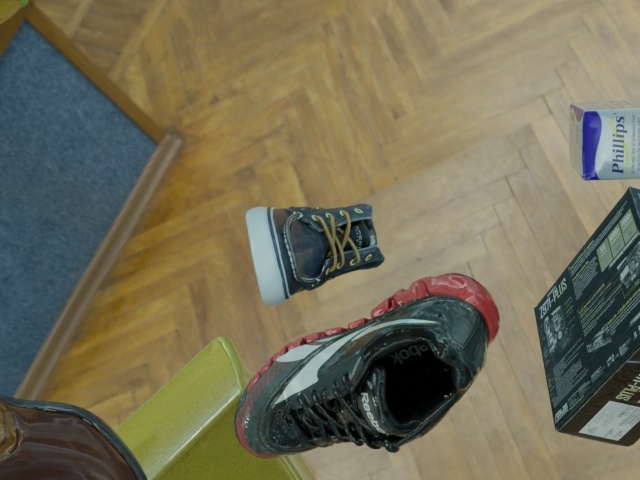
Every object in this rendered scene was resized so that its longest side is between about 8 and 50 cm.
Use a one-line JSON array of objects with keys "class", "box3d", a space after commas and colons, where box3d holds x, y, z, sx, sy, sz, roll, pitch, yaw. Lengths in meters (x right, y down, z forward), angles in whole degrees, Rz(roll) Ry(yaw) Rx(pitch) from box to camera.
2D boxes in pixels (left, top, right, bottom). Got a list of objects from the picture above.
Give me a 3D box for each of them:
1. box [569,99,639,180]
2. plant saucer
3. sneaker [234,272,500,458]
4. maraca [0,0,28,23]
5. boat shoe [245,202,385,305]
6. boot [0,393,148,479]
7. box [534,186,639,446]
[{"class": "box", "box3d": [0.333, -0.107, 0.863, 0.137, 0.126, 0.072, 0, 102, 11]}, {"class": "plant saucer", "box3d": [-0.156, 0.365, 1.189, 0.333, 0.332, 0.081, -43, 30, -28]}, {"class": "sneaker", "box3d": [0.027, 0.130, 0.723, 0.276, 0.097, 0.135, -30, 15, 21]}, {"class": "maraca", "box3d": [-0.325, -0.244, 0.760, 0.186, 0.127, 0.099, 15, 90, 53]}, {"class": "boat shoe", "box3d": [0.000, 0.000, 0.588, 0.083, 0.183, 0.065, -11, 93, 5]}, {"class": "boot", "box3d": [-0.248, 0.184, 0.534, 0.096, 0.264, 0.280, -42, 13, 16]}, {"class": "box", "box3d": [0.273, 0.071, 0.739, 0.078, 0.180, 0.147, 14, 44, -11]}]
